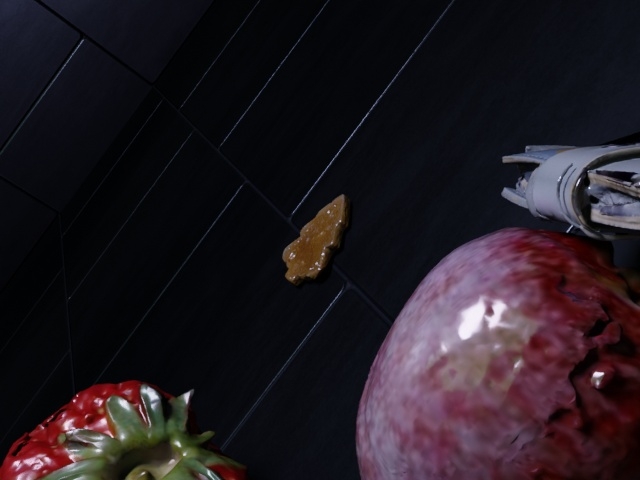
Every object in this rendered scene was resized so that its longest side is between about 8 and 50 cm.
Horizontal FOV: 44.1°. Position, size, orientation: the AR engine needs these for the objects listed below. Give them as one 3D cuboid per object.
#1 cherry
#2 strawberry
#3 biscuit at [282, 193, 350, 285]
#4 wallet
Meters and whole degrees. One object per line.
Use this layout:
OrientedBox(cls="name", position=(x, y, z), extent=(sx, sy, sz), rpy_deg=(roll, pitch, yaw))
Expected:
OrientedBox(cls="cherry", position=(0.116, 0.108, 0.503), extent=(0.250, 0.175, 0.192), rpy_deg=(-53, 48, 7))
OrientedBox(cls="strawberry", position=(-0.184, 0.286, 0.740), extent=(0.257, 0.257, 0.277), rpy_deg=(-90, 10, -50))
OrientedBox(cls="biscuit", position=(0.000, 0.000, 0.994), extent=(0.130, 0.019, 0.119), rpy_deg=(-56, 26, -2))
OrientedBox(cls="wallet", position=(0.210, -0.037, 0.461), extent=(0.231, 0.170, 0.069), rpy_deg=(-130, 40, -83))
